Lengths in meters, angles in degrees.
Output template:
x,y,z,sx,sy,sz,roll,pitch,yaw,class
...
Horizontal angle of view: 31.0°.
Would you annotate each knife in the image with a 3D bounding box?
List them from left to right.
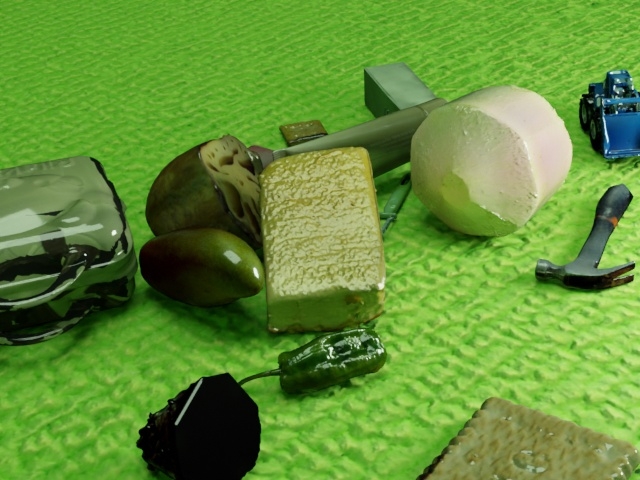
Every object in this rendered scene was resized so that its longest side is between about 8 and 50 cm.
x,y,z,sx,sy,sz,roll,pitch,yaw,class
0.115,-0.061,1.948,0.054,0.015,0.212,2,32,23,knife

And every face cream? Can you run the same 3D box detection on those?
x,y,z,sx,sy,sz,roll,pitch,yaw,class
0.075,-0.150,1.952,0.341,0.137,0.084,-23,40,-21,face cream

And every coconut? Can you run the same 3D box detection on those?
x,y,z,sx,sy,sz,roll,pitch,yaw,class
0.263,-0.124,1.857,0.233,0.233,0.245,18,31,31,coconut

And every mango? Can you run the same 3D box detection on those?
x,y,z,sx,sy,sz,roll,pitch,yaw,class
-0.166,0.040,1.682,0.267,0.133,0.111,1,43,51,mango

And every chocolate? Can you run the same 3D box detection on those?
x,y,z,sx,sy,sz,roll,pitch,yaw,class
-0.168,0.238,1.402,0.133,0.156,0.156,-2,27,37,chocolate

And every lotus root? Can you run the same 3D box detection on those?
x,y,z,sx,sy,sz,roll,pitch,yaw,class
-0.182,-0.048,1.848,0.180,0.199,0.188,-31,-5,22,lotus root

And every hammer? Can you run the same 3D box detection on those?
x,y,z,sx,sy,sz,roll,pitch,yaw,class
0.445,-0.010,1.808,0.137,0.037,0.290,12,35,24,hammer

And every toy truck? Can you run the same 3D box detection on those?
x,y,z,sx,sy,sz,roll,pitch,yaw,class
0.541,-0.226,2.062,0.113,0.126,0.208,-4,33,-1,toy truck

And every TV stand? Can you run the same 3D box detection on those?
x,y,z,sx,sy,sz,roll,pitch,yaw,class
0.165,-0.246,2.178,0.088,0.082,0.269,-10,32,-13,TV stand

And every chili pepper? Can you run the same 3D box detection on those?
x,y,z,sx,sy,sz,roll,pitch,yaw,class
-0.007,0.169,1.544,0.204,0.073,0.072,-15,48,-16,chili pepper

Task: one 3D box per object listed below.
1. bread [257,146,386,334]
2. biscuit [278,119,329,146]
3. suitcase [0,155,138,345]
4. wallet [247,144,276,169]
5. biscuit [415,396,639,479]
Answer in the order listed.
x,y,z,sx,sy,sz,roll,pitch,yaw,class
0.000,0.000,1.708,0.185,0.114,0.274,-7,51,1,bread
-0.031,-0.204,2.187,0.083,0.018,0.081,-11,32,-12,biscuit
-0.449,0.016,1.715,0.352,0.194,0.339,-12,35,-13,suitcase
-0.150,-0.107,2.039,0.119,0.025,0.232,19,37,33,wallet
0.208,0.303,1.322,0.217,0.044,0.325,17,37,31,biscuit
